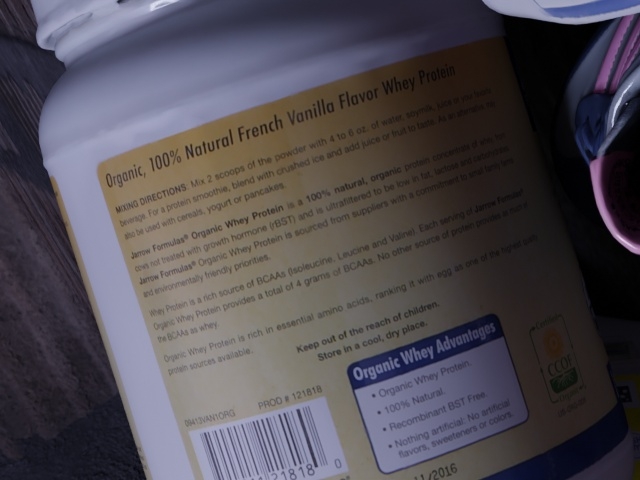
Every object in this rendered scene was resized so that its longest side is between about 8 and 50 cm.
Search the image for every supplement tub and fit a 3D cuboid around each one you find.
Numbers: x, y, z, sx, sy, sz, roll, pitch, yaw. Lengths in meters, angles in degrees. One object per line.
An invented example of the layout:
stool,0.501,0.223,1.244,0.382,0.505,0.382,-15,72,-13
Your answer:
supplement tub,0.000,0.000,0.791,0.228,0.228,0.316,168,84,-72

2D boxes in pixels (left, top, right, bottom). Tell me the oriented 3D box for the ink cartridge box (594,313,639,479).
ink cartridge box,0.160,0.199,0.971,0.304,0.072,0.307,88,180,-45

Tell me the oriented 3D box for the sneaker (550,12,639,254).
sneaker,0.137,-0.043,0.645,0.112,0.131,0.319,54,163,2

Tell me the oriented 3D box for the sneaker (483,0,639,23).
sneaker,0.131,-0.180,0.446,0.182,0.127,0.315,61,156,-9
